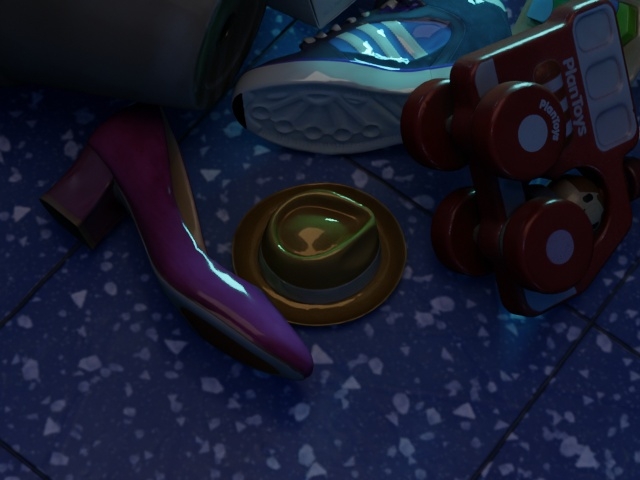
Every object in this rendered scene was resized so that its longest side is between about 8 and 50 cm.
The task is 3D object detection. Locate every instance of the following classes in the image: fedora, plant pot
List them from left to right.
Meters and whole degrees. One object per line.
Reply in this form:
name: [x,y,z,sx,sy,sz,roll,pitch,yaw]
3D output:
plant pot: [-0.216,-0.283,1.708,0.280,0.323,0.323,24,63,10]
fedora: [0.000,0.000,1.706,0.194,0.079,0.194,2,61,-3]

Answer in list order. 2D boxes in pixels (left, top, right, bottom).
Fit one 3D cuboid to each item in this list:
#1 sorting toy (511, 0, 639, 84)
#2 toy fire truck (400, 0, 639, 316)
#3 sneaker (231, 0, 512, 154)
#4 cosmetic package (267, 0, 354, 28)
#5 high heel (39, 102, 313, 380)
sorting toy: [0.326,-0.295,1.818,0.193,0.038,0.208,31,93,43]
toy fire truck: [0.248,-0.085,1.679,0.253,0.169,0.302,-25,108,-26]
sneaker: [0.061,-0.230,1.820,0.322,0.130,0.236,-2,52,1]
cosmetic package: [-0.069,-0.377,1.829,0.309,0.113,0.160,31,62,36]
high heel: [-0.117,-0.011,1.674,0.377,0.127,0.181,37,74,18]
